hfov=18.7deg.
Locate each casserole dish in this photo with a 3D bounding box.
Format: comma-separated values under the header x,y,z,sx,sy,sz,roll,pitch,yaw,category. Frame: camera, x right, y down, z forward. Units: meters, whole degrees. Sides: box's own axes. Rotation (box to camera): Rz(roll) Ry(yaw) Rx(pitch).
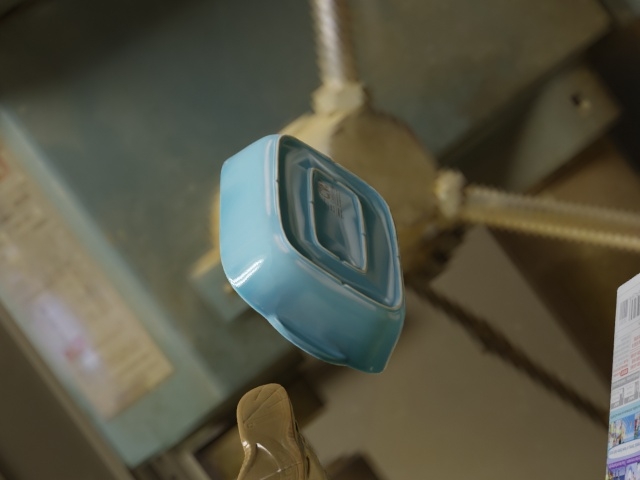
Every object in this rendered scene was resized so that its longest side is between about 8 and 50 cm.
x,y,z,sx,sy,sz,roll,pitch,yaw,category
0.000,0.000,1.078,0.037,0.114,0.188,-50,20,22,casserole dish

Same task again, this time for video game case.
x,y,z,sx,sy,sz,roll,pitch,yaw,category
0.204,0.104,1.137,0.023,0.193,0.212,7,-12,-5,video game case

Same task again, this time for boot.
x,y,z,sx,sy,sz,roll,pitch,yaw,category
-0.028,0.274,2.008,0.077,0.165,0.213,-17,40,10,boot
